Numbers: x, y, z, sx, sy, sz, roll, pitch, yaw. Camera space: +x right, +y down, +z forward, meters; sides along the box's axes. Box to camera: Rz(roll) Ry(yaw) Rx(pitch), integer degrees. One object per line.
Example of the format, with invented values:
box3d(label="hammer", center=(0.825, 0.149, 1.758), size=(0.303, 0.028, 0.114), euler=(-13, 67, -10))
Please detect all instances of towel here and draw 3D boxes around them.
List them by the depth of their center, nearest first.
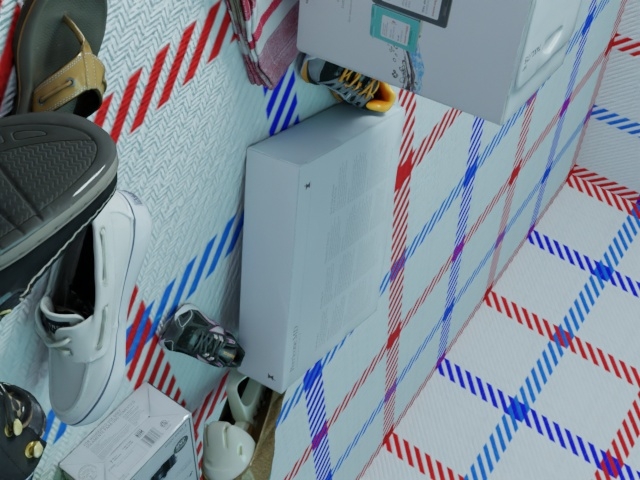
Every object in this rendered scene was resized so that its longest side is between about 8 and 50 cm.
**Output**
box3d(label="towel", center=(-0.027, -0.347, 0.909), size=(0.237, 0.037, 0.329), euler=(-54, 157, -19))

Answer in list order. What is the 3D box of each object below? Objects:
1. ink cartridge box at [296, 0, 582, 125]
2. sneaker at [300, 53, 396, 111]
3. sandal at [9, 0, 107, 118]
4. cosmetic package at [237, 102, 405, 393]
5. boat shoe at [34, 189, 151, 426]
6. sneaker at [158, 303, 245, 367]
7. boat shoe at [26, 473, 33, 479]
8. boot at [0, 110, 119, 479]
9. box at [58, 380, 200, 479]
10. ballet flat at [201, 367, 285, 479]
box3d(label="ink cartridge box", center=(0.143, -0.292, 0.940), size=(0.198, 0.270, 0.197), euler=(-43, 149, -43))
box3d(label="sneaker", center=(0.043, -0.230, 1.144), size=(0.084, 0.083, 0.215), euler=(-62, 157, 7))
box3d(label="sandal", center=(-0.223, -0.123, 0.714), size=(0.090, 0.060, 0.219), euler=(-10, 126, -63))
box3d(label="cosmetic package", center=(0.000, 0.000, 1.260), size=(0.284, 0.097, 0.377), euler=(-37, 140, -50))
box3d(label="boat shoe", center=(-0.249, 0.077, 0.864), size=(0.088, 0.096, 0.268), euler=(-9, 124, -59))
box3d(label="sneaker", center=(-0.155, 0.141, 1.172), size=(0.072, 0.077, 0.178), euler=(-62, 158, 0))
box3d(label="boat shoe", center=(-0.379, 0.308, 0.895), size=(0.183, 0.065, 0.083), euler=(-40, 149, -44))
box3d(label="boot", center=(-0.301, 0.090, 0.699), size=(0.377, 0.138, 0.284), euler=(-46, 153, -24))
box3d(label="box", center=(-0.259, 0.355, 1.192), size=(0.169, 0.087, 0.290), euler=(-46, 154, -34))
box3d(label="ballet flat", center=(-0.119, 0.276, 1.303), size=(0.124, 0.116, 0.342), euler=(61, 40, -45))
